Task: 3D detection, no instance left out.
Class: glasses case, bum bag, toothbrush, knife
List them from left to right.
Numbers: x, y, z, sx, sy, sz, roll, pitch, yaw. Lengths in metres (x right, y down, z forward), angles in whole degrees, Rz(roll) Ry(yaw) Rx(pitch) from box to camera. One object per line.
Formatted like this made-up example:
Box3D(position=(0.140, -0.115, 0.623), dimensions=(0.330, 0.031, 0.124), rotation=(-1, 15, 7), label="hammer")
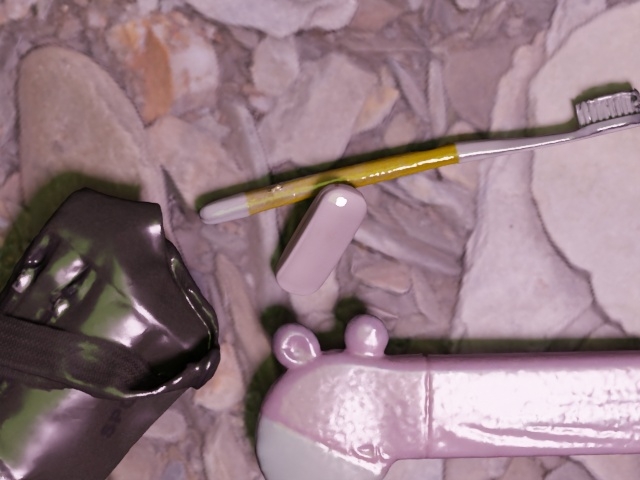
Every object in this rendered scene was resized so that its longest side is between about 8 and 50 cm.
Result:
Box3D(position=(-0.180, 0.120, 0.969), dimensions=(0.142, 0.080, 0.326), rotation=(36, 100, -4), label="bum bag")
Box3D(position=(0.000, 0.000, 0.966), dimensions=(0.032, 0.021, 0.083), rotation=(20, 119, -18), label="glasses case")
Box3D(position=(0.063, -0.052, 0.966), dimensions=(0.288, 0.021, 0.024), rotation=(-13, 91, 2), label="toothbrush")
Box3D(position=(0.156, 0.106, 0.992), dimensions=(0.398, 0.038, 0.132), rotation=(-1, 104, -2), label="knife")
